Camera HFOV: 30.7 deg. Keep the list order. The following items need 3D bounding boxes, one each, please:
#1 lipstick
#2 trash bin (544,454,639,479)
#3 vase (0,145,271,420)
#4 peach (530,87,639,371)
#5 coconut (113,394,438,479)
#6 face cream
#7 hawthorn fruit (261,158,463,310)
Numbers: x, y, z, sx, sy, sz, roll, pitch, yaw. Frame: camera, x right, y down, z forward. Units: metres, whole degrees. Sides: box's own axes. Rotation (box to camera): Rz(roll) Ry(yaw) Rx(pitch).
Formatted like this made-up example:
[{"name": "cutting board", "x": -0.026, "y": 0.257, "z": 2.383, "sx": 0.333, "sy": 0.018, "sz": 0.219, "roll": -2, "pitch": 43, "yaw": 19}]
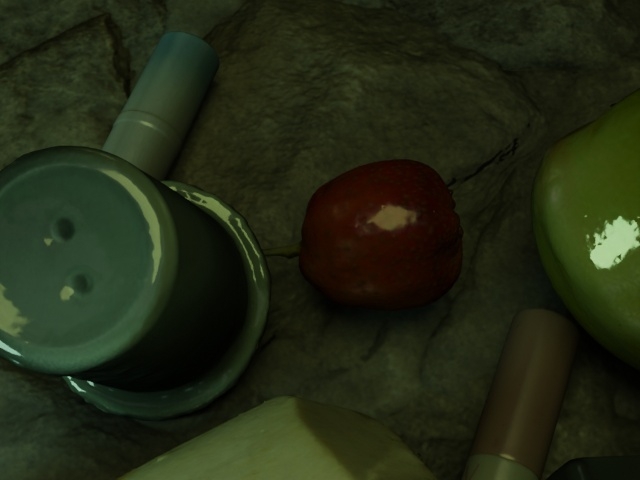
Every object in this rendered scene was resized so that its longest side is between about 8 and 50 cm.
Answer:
[{"name": "lipstick", "x": 0.179, "y": 0.187, "z": 1.089, "sx": 0.070, "sy": 0.070, "sz": 0.254, "roll": 17, "pitch": 60, "yaw": 11}, {"name": "trash bin", "x": 0.289, "y": 0.302, "z": 0.978, "sx": 0.177, "sy": 0.101, "sz": 0.236, "roll": 2, "pitch": 54, "yaw": -22}, {"name": "vase", "x": -0.184, "y": 0.041, "z": 1.020, "sx": 0.245, "sy": 0.291, "sz": 0.244, "roll": -1, "pitch": 83, "yaw": 8}, {"name": "peach", "x": 0.365, "y": -0.012, "z": 1.089, "sx": 0.314, "sy": 0.281, "sz": 0.315, "roll": -21, "pitch": 70, "yaw": -19}, {"name": "coconut", "x": -0.045, "y": 0.283, "z": 0.910, "sx": 0.323, "sy": 0.323, "sz": 0.322, "roll": 0, "pitch": 59, "yaw": 1}, {"name": "face cream", "x": -0.189, "y": -0.113, "z": 1.273, "sx": 0.077, "sy": 0.077, "sz": 0.250, "roll": 17, "pitch": 61, "yaw": 11}, {"name": "hawthorn fruit", "x": 0.000, "y": 0.000, "z": 1.168, "sx": 0.286, "sy": 0.165, "sz": 0.165, "roll": -4, "pitch": 58, "yaw": 8}]
